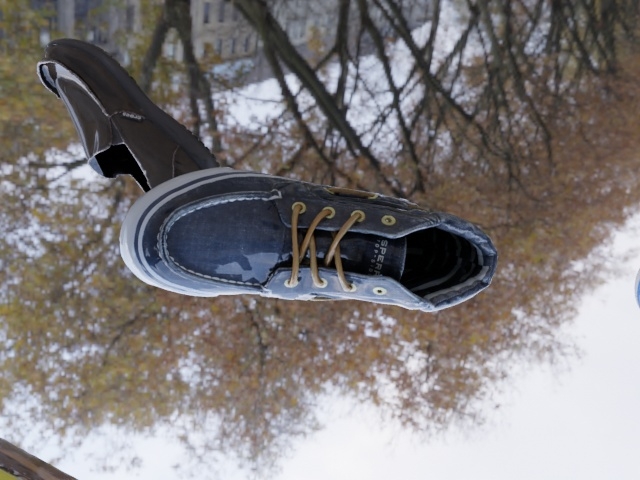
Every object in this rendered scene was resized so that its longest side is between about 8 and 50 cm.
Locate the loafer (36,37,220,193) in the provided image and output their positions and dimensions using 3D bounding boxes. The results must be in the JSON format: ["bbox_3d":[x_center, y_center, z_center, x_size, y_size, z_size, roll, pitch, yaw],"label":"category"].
[{"bbox_3d":[-0.187,-0.101,0.736,0.220,0.080,0.078,39,-112,16],"label":"loafer"}]

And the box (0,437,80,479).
[{"bbox_3d":[-0.213,0.082,0.347,0.232,0.058,0.087,26,164,4],"label":"box"}]

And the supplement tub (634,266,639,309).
[{"bbox_3d":[0.224,0.046,0.452,0.071,0.071,0.107,8,-156,0],"label":"supplement tub"}]

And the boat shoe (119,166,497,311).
[{"bbox_3d":[0.000,0.000,0.405,0.183,0.065,0.083,-1,-170,-33],"label":"boat shoe"}]
